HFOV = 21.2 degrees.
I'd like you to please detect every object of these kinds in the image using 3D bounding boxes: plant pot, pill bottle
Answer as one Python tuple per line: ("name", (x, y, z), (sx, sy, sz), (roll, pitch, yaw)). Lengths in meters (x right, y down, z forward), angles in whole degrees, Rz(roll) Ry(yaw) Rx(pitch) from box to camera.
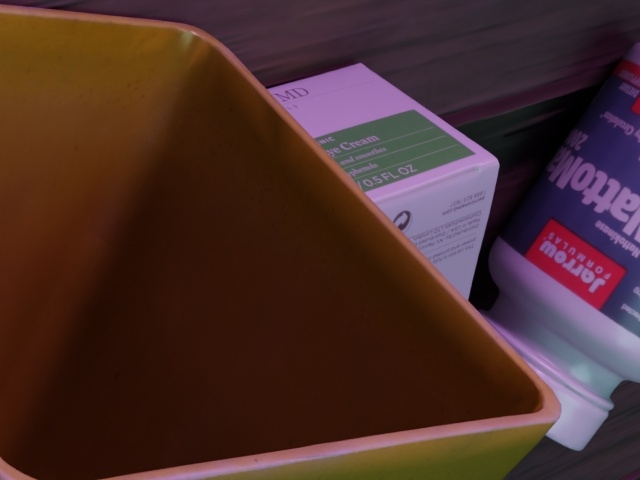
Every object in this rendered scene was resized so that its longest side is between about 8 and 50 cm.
("plant pot", (-0.096, 0.060, 0.541), (0.212, 0.212, 0.187), (-1, 130, -47))
("pill bottle", (0.145, 0.006, 0.825), (0.180, 0.108, 0.108), (-56, 144, 6))

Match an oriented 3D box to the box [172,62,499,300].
("box", (0.000, 0.000, 0.679), (0.101, 0.087, 0.102), (-20, 133, -36))
